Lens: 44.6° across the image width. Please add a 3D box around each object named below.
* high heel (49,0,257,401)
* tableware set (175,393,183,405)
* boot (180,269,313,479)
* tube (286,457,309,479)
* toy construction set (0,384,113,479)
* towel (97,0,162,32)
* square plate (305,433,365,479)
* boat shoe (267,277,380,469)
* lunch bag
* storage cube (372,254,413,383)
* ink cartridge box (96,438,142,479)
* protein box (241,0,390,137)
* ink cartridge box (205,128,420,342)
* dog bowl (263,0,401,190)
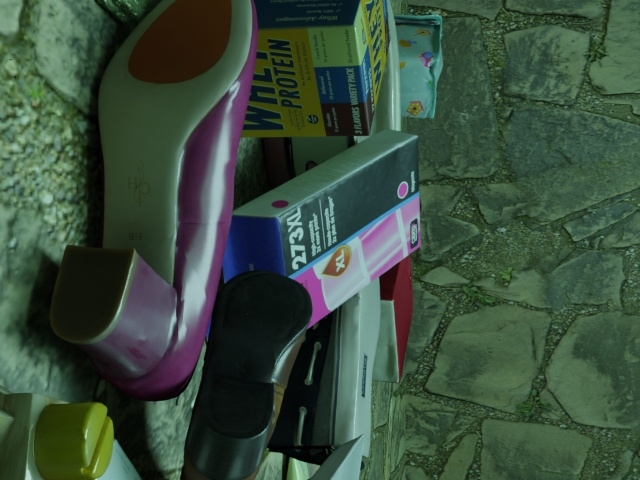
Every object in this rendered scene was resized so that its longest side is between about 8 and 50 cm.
[{"bbox_3d":[-0.124,-0.051,0.697,0.181,0.127,0.377,66,38,-61],"label":"high heel"},{"bbox_3d":[-0.155,0.080,0.785,0.104,0.024,0.154,-76,161,-55],"label":"tableware set"},{"bbox_3d":[-0.090,0.197,0.779,0.264,0.096,0.280,-90,-165,-55],"label":"boot"},{"bbox_3d":[-0.037,0.462,1.273,0.070,0.062,0.240,-24,-119,55],"label":"tube"},{"bbox_3d":[-0.152,0.125,0.307,0.308,0.237,0.257,77,19,-45],"label":"toy construction set"},{"bbox_3d":[-0.160,-0.240,0.712,0.148,0.027,0.110,44,50,-73],"label":"towel"},{"bbox_3d":[-0.056,0.450,0.945,0.347,0.049,0.343,-35,138,-55],"label":"square plate"},{"bbox_3d":[-0.005,0.159,1.144,0.127,0.158,0.340,56,36,-58],"label":"boat shoe"},{"bbox_3d":[0.127,-0.362,1.529,0.262,0.224,0.160,-75,167,-48],"label":"lunch bag"},{"bbox_3d":[0.059,0.115,1.361,0.193,0.184,0.214,-70,157,-54],"label":"storage cube"},{"bbox_3d":[-0.194,0.262,0.611,0.145,0.045,0.179,78,29,-46],"label":"ink cartridge box"},{"bbox_3d":[-0.035,-0.230,0.877,0.136,0.200,0.201,78,19,-44],"label":"protein box"},{"bbox_3d":[0.000,0.000,0.994,0.371,0.069,0.175,-31,128,-38],"label":"ink cartridge box"},{"bbox_3d":[0.027,-0.198,1.251,0.408,0.151,0.407,2,90,-75],"label":"dog bowl"}]
